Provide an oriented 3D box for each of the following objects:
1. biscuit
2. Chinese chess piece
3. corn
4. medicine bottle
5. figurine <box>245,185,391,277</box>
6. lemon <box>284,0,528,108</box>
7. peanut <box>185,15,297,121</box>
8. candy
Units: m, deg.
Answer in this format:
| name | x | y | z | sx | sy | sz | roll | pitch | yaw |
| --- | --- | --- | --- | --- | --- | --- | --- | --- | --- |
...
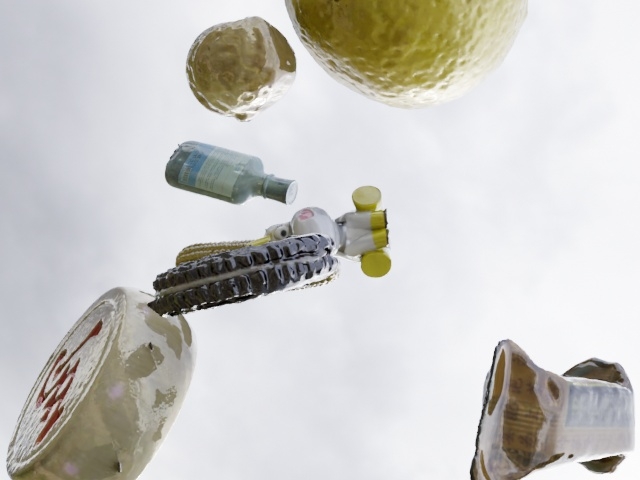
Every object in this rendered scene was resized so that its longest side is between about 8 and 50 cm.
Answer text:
| name | x | y | z | sx | sy | sz | roll | pitch | yaw |
| --- | --- | --- | --- | --- | --- | --- | --- | --- | --- |
| biscuit | -0.073 | 0.033 | 1.058 | 0.194 | 0.194 | 0.053 | -17 | -94 | 54 |
| Chinese chess piece | -0.250 | 0.179 | 1.234 | 0.102 | 0.273 | 0.273 | 35 | -29 | -22 |
| corn | -0.083 | 0.035 | 1.425 | 0.231 | 0.080 | 0.080 | -5 | -73 | 18 |
| medicine bottle | -0.136 | -0.098 | 1.678 | 0.208 | 0.090 | 0.054 | 16 | -33 | 21 |
| figurine | 0.000 | 0.000 | 1.272 | 0.129 | 0.178 | 0.109 | 174 | -94 | -68 |
| lemon | 0.111 | -0.330 | 1.412 | 0.336 | 0.336 | 0.336 | 27 | -52 | 41 |
| peanut | -0.099 | -0.222 | 1.385 | 0.159 | 0.140 | 0.109 | -46 | -119 | 52 |
| candy | 0.228 | 0.172 | 1.080 | 0.101 | 0.271 | 0.143 | 0 | -96 | 41 |
